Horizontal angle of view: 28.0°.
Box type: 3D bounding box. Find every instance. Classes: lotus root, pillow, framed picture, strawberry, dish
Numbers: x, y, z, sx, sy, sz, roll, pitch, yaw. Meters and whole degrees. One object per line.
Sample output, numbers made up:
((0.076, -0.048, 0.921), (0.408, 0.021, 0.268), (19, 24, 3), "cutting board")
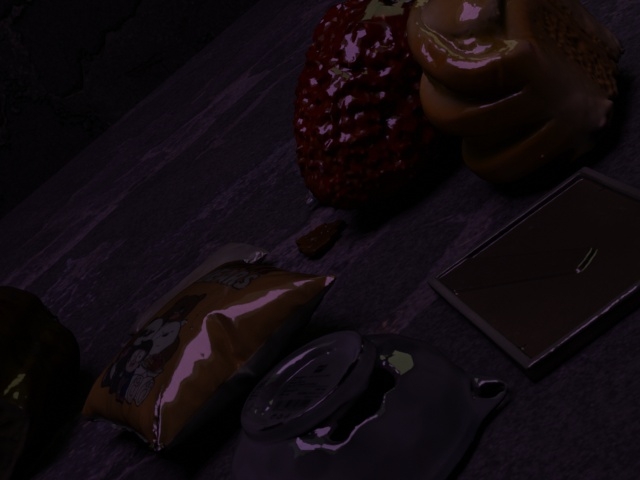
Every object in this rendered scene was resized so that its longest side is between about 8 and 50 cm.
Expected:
((-0.488, 0.203, 1.896), (0.250, 0.250, 0.346), (-29, 15, 19), "lotus root")
((-0.149, 0.136, 1.625), (0.312, 0.119, 0.310), (-44, 17, -18), "pillow")
((0.256, 0.022, 1.360), (0.240, 0.020, 0.324), (-37, 18, -3), "framed picture")
((0.076, -0.197, 1.871), (0.343, 0.292, 0.292), (-53, 22, -8), "strawberry")
((0.016, 0.177, 1.246), (0.303, 0.120, 0.303), (-32, 18, 12), "dish")
((-0.186, 0.079, 1.941), (0.230, 0.050, 0.148), (-39, 23, -19), "pillow")

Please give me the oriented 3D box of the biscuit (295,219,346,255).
((0.000, 0.000, 1.861), (0.082, 0.016, 0.092), (-25, 22, 14), "biscuit")

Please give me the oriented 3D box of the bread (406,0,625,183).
((0.230, -0.220, 1.643), (0.211, 0.270, 0.315), (-40, 19, 34), "bread")

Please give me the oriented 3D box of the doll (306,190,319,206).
((0.018, -0.099, 2.021), (0.113, 0.071, 0.135), (-60, 18, -13), "doll")
